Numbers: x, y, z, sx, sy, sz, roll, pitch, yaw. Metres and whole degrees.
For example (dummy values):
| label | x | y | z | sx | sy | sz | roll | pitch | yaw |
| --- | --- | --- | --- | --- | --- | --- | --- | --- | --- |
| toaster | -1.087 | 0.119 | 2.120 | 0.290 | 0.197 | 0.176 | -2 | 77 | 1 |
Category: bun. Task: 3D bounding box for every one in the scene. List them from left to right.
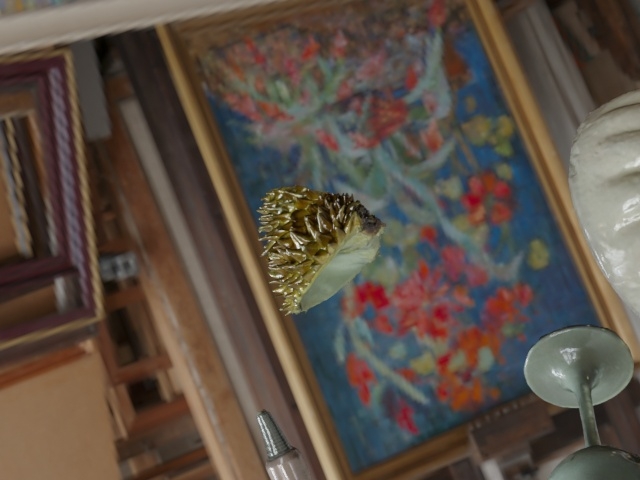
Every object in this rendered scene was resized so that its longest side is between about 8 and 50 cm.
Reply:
| label | x | y | z | sx | sy | sz | roll | pitch | yaw |
| --- | --- | --- | --- | --- | --- | --- | --- | --- | --- |
| bun | 0.377 | -0.045 | 1.130 | 0.263 | 0.263 | 0.175 | -17 | 170 | -47 |

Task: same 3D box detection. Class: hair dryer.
| label | x | y | z | sx | sy | sz | roll | pitch | yaw |
| --- | --- | --- | --- | --- | --- | --- | --- | --- | --- |
| hair dryer | 0.016 | 0.245 | 1.049 | 0.195 | 0.220 | 0.053 | -10 | -178 | 4 |

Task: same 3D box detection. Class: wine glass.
| label | x | y | z | sx | sy | sz | roll | pitch | yaw |
| --- | --- | --- | --- | --- | --- | --- | --- | --- | --- |
| wine glass | 0.174 | 0.143 | 0.765 | 0.079 | 0.079 | 0.195 | -24 | -150 | 18 |

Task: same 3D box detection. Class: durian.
| label | x | y | z | sx | sy | sz | roll | pitch | yaw |
| --- | --- | --- | --- | --- | --- | --- | --- | --- | --- |
| durian | 0.000 | 0.000 | 1.320 | 0.139 | 0.144 | 0.252 | -18 | 160 | -7 |
